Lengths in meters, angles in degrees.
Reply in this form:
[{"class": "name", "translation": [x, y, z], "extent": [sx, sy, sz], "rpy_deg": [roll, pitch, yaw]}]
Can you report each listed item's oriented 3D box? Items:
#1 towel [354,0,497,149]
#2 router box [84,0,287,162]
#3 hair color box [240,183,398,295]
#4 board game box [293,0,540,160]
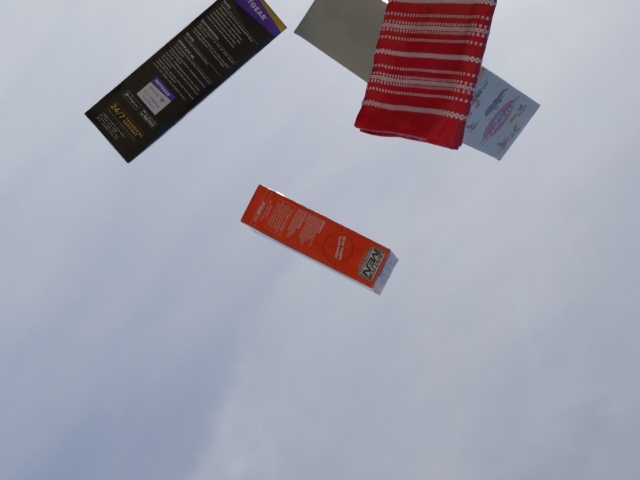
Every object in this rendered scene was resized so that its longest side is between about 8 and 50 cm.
[{"class": "towel", "translation": [0.120, -0.238, 1.586], "extent": [0.199, 0.031, 0.275], "rpy_deg": [21, -80, 59]}, {"class": "router box", "translation": [-0.166, -0.206, 1.835], "extent": [0.243, 0.081, 0.309], "rpy_deg": [-41, -172, -1]}, {"class": "hair color box", "translation": [0.000, 0.000, 1.413], "extent": [0.043, 0.141, 0.072], "rpy_deg": [-63, 168, -3]}, {"class": "board game box", "translation": [0.128, -0.210, 1.838], "extent": [0.224, 0.303, 0.097], "rpy_deg": [38, -79, 19]}]
